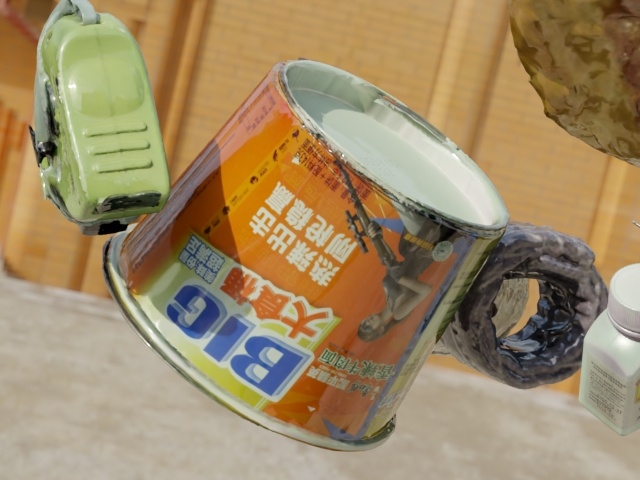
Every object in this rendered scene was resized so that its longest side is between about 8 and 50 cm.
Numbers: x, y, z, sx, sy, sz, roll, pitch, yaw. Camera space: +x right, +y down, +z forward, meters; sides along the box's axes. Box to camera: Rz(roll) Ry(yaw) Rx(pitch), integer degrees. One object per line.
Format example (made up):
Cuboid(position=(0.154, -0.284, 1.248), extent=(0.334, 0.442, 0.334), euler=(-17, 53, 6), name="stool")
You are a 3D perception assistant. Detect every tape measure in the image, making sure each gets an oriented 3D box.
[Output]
Cuboid(position=(-0.172, -0.085, 1.260), extent=(0.088, 0.177, 0.154), euler=(-6, -19, -17), name="tape measure")

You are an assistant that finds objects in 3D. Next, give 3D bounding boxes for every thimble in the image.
Cuboid(position=(0.173, 0.054, 1.481), extent=(0.150, 0.150, 0.098), euler=(11, 5, -23), name="thimble")

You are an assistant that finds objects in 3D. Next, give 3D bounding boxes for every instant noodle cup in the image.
Cuboid(position=(0.000, 0.000, 1.361), extent=(0.296, 0.214, 0.296), euler=(31, 21, -13), name="instant noodle cup")

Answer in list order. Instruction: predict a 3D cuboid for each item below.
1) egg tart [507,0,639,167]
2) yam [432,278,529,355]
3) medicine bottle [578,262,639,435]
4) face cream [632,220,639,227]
Cuboid(position=(0.295, -0.237, 1.049), extent=(0.443, 0.443, 0.178), euler=(10, 31, -34), name="egg tart")
Cuboid(position=(0.120, 0.041, 1.773), extent=(0.168, 0.168, 0.304), euler=(16, 0, 24), name="yam")
Cuboid(position=(0.231, 0.076, 1.213), extent=(0.074, 0.118, 0.055), euler=(-27, 47, -25), name="medicine bottle")
Cuboid(position=(0.370, 0.059, 1.403), extent=(0.137, 0.084, 0.341), euler=(39, 8, 32), name="face cream")
